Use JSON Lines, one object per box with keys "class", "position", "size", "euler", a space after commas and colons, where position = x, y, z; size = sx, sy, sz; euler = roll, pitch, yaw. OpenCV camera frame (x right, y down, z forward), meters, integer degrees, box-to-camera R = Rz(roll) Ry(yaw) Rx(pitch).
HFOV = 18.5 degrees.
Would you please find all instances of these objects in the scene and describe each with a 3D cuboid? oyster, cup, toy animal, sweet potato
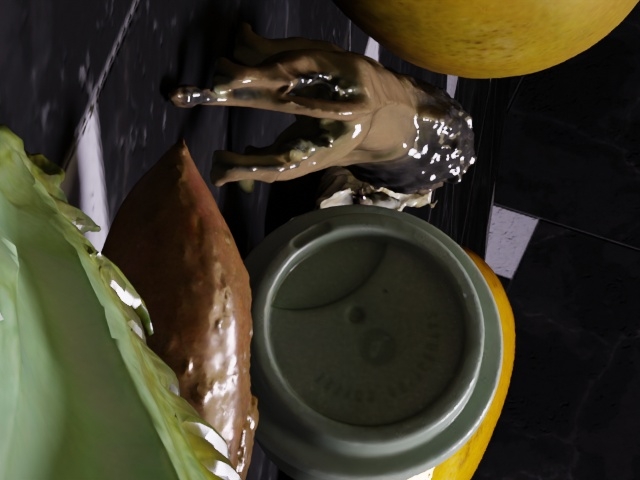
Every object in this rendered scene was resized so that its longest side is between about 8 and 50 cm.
{"class": "oyster", "position": [0.003, 0.001, 1.004], "size": [0.106, 0.061, 0.200], "euler": [-66, 169, 0]}
{"class": "cup", "position": [0.010, 0.056, 0.857], "size": [0.141, 0.120, 0.120], "euler": [117, -17, -70]}
{"class": "toy animal", "position": [-0.009, -0.051, 0.765], "size": [0.220, 0.086, 0.069], "euler": [-3, 97, -64]}
{"class": "sweet potato", "position": [-0.050, 0.072, 0.583], "size": [0.068, 0.060, 0.206], "euler": [4, 105, -45]}

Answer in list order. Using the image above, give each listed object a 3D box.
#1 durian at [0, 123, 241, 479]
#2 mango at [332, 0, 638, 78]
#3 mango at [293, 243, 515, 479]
{"class": "durian", "position": [-0.088, 0.113, 0.302], "size": [0.198, 0.163, 0.394], "euler": [44, 33, -28]}
{"class": "mango", "position": [0.063, -0.182, 0.817], "size": [0.317, 0.173, 0.211], "euler": [40, 55, -73]}
{"class": "mango", "position": [0.040, 0.096, 1.110], "size": [0.145, 0.112, 0.219], "euler": [87, 24, -51]}
